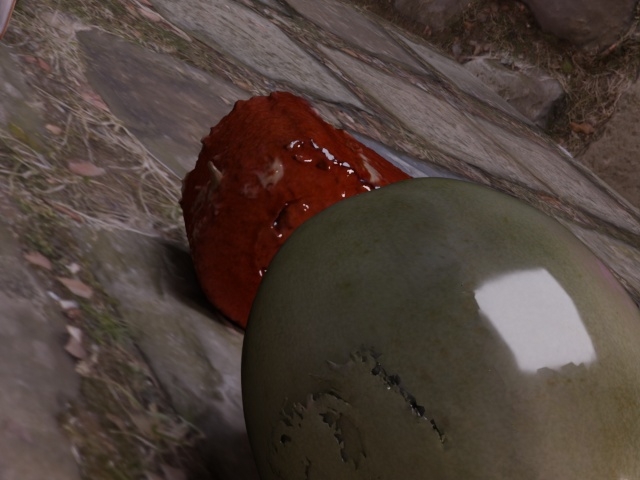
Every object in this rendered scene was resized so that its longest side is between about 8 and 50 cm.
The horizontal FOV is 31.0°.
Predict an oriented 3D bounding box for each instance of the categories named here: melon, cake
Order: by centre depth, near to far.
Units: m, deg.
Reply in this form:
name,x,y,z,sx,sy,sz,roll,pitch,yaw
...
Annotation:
name,x,y,z,sx,sy,sz,roll,pitch,yaw
melon,0.087,0.116,0.736,0.268,0.268,0.330,14,43,-49
cake,0.000,0.000,1.052,0.283,0.177,0.151,32,16,-25

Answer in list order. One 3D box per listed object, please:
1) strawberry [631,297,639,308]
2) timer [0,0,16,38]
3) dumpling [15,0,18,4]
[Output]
name,x,y,z,sx,sy,sz,roll,pitch,yaw
strawberry,0.259,0.169,1.129,0.253,0.150,0.280,-3,38,-30
timer,-0.404,-0.358,1.143,0.257,0.250,0.161,12,28,-51
dumpling,-0.399,-0.340,1.374,0.134,0.169,0.100,57,46,-20
